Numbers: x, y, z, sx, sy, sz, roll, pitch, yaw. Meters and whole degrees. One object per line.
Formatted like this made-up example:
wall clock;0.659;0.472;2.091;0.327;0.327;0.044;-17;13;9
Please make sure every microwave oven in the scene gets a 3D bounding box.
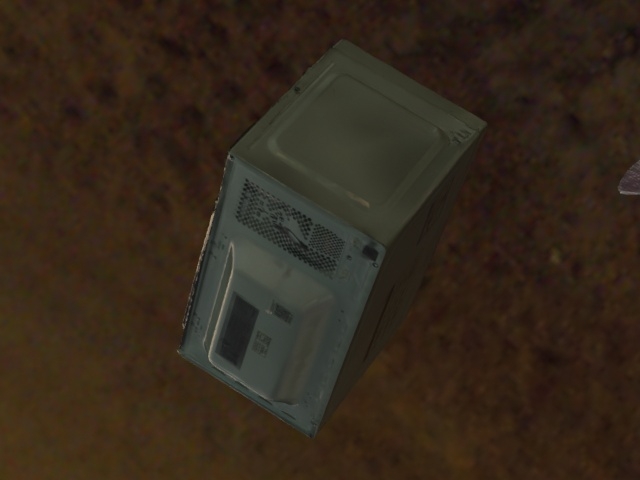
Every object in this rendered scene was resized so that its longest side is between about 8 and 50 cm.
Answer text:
microwave oven;0.000;0.000;1.101;0.122;0.162;0.208;32;139;12

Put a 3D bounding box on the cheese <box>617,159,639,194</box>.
cheese;0.215;-0.030;0.678;0.191;0.105;0.042;0;113;27
